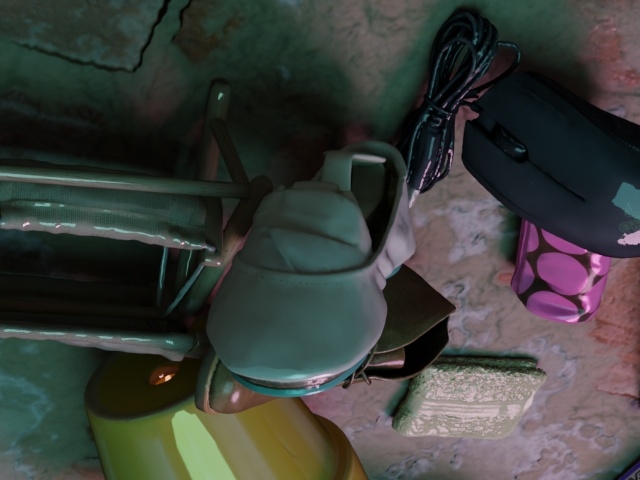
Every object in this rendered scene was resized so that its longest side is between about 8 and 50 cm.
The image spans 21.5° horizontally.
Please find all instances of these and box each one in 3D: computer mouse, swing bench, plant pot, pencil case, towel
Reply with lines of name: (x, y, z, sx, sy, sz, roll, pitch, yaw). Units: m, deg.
computer mouse: (0.196, -0.062, 1.463, 0.272, 0.072, 0.188, 26, 120, 7)
swing bench: (-0.208, -0.003, 1.414, 0.253, 0.165, 0.254, 4, 127, -23)
plant pot: (-0.102, 0.209, 1.596, 0.254, 0.254, 0.239, -23, 116, 2)
pencil case: (0.231, -0.013, 1.597, 0.098, 0.095, 0.209, -8, 133, -8)
towel: (0.156, 0.167, 1.770, 0.148, 0.027, 0.110, 6, 127, -22)

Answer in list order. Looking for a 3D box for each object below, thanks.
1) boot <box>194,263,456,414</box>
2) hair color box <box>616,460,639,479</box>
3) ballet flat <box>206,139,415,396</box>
boot: (0.012, 0.087, 1.491, 0.305, 0.115, 0.112, -25, 137, -49)
hair color box: (0.460, 0.381, 1.999, 0.339, 0.110, 0.185, 26, 120, -35)
ballet flat: (0.000, 0.000, 1.342, 0.139, 0.400, 0.139, 3, 106, 12)
